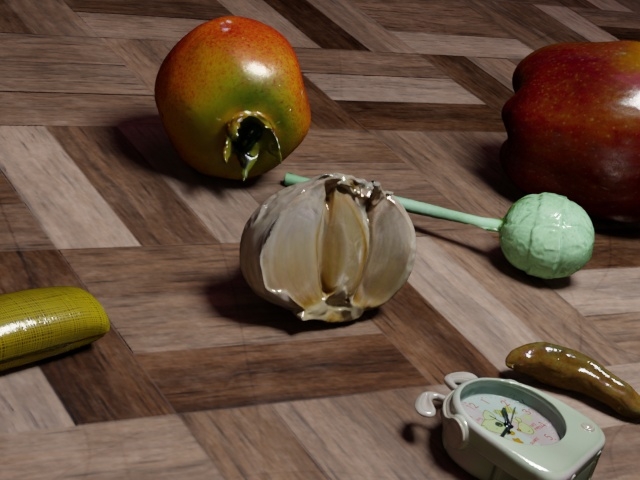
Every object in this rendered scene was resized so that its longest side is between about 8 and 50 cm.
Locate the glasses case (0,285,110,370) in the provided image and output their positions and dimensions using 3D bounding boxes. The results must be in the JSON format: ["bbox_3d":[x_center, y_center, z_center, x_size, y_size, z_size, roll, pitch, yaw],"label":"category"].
[{"bbox_3d":[-0.320,0.092,1.458,0.079,0.064,0.234,41,33,28],"label":"glasses case"}]

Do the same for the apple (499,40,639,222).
[{"bbox_3d":[0.439,-0.167,2.196,0.317,0.288,0.288,8,24,12],"label":"apple"}]

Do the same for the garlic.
[{"bbox_3d":[0.000,0.000,1.722,0.229,0.178,0.143,6,9,-30],"label":"garlic"}]

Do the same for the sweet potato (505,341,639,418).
[{"bbox_3d":[0.310,0.162,1.710,0.182,0.053,0.054,22,-13,5],"label":"sweet potato"}]

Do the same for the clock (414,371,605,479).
[{"bbox_3d":[0.198,0.206,1.538,0.191,0.062,0.151,29,29,25],"label":"clock"}]

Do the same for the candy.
[{"bbox_3d":[0.161,-0.039,1.990,0.440,0.119,0.119,13,25,9],"label":"candy"}]

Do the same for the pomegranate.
[{"bbox_3d":[-0.117,-0.185,1.959,0.221,0.220,0.256,7,29,-19],"label":"pomegranate"}]
